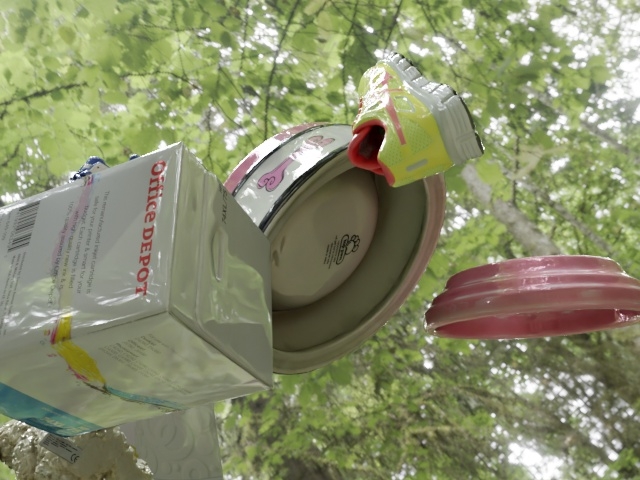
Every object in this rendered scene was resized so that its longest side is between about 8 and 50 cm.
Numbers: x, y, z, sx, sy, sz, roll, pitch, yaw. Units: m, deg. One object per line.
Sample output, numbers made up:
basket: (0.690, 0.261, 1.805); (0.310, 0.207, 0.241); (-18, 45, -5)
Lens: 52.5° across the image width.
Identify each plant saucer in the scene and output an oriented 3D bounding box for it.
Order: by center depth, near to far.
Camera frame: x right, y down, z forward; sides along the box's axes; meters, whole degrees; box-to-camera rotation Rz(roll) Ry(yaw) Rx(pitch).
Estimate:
plant saucer: (0.320, 0.090, 0.978); (0.332, 0.332, 0.084); (11, -111, -40)

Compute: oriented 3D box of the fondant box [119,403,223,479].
fondant box: (-0.341, 0.382, 1.326); (0.238, 0.330, 0.096); (5, -31, -34)

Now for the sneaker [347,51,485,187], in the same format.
sneaker: (0.059, -0.106, 0.580); (0.094, 0.208, 0.081); (-32, -66, 2)

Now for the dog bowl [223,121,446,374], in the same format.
dog bowl: (0.000, 0.000, 0.997); (0.408, 0.150, 0.407); (-26, -45, -29)

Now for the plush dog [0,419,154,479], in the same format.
plush dog: (-0.424, 0.330, 1.041); (0.262, 0.226, 0.210); (0, -89, -55)

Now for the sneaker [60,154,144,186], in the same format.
sneaker: (-0.431, -0.083, 1.170); (0.297, 0.112, 0.130); (-20, -69, -44)

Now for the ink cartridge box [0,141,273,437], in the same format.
ink cartridge box: (-0.211, 0.063, 0.685); (0.270, 0.198, 0.197); (-16, -38, 17)
